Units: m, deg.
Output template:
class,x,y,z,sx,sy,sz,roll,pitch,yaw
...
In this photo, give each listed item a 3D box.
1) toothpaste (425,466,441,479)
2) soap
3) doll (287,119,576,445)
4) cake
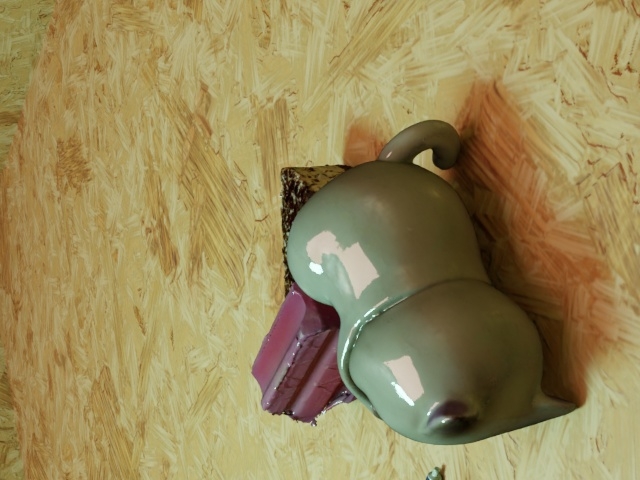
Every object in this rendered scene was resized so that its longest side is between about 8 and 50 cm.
class,x,y,z,sx,sy,sz,roll,pitch,yaw
toothpaste,0.140,0.322,1.428,0.027,0.019,0.083,30,124,30
soap,0.004,0.154,1.508,0.250,0.162,0.099,-62,41,44
doll,0.105,0.066,1.256,0.226,0.215,0.370,-42,53,37
cake,-0.003,0.006,1.564,0.135,0.112,0.246,-124,37,-48
